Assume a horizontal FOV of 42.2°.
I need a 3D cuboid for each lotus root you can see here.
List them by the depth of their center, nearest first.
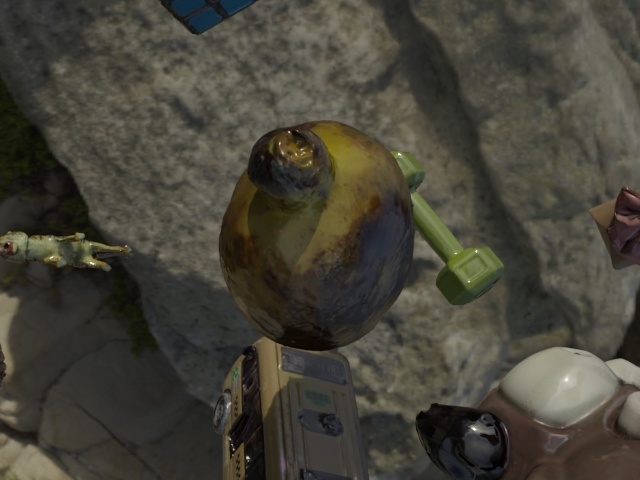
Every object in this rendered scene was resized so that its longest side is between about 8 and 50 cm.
[{"bbox_3d":[0.000,0.000,0.648,0.314,0.141,0.169,69,45,-74],"label":"lotus root"}]

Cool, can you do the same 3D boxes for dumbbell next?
[{"bbox_3d":[0.198,-0.024,1.486,0.121,0.302,0.108,-36,166,-7],"label":"dumbbell"}]

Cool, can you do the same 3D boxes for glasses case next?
[{"bbox_3d":[0.376,-0.022,0.896,0.070,0.193,0.102,10,66,-35],"label":"glasses case"}]

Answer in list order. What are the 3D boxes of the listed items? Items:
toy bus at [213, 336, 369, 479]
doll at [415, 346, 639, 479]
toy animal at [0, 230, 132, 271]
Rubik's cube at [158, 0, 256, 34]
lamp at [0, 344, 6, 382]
[{"bbox_3d":[-0.030,0.236,0.912,0.139,0.157,0.289,19,35,-20],"label":"toy bus"},{"bbox_3d":[0.166,0.146,0.444,0.182,0.257,0.117,16,106,-23],"label":"doll"},{"bbox_3d":[-0.393,0.015,1.300,0.241,0.099,0.056,8,88,-62],"label":"toy animal"},{"bbox_3d":[-0.162,-0.406,1.122,0.163,0.161,0.162,67,11,20],"label":"Rubik's cube"},{"bbox_3d":[-0.541,0.175,1.103,0.247,0.247,0.247,-3,94,-46],"label":"lamp"}]
